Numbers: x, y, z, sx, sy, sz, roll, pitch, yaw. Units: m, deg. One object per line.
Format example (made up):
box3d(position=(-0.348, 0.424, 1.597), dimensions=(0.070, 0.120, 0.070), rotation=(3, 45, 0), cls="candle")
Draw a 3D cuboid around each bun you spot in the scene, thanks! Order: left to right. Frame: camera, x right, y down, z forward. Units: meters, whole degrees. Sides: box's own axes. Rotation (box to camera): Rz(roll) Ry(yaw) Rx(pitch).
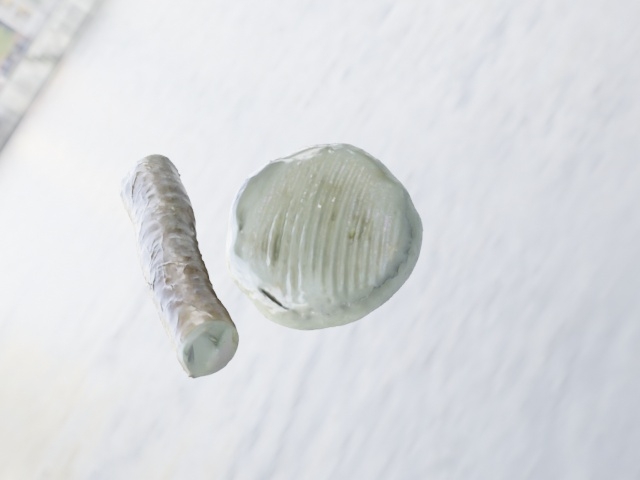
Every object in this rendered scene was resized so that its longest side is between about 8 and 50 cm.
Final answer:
box3d(position=(0.000, 0.000, 2.041), dimensions=(0.239, 0.239, 0.141), rotation=(-61, -16, -17), cls="bun")

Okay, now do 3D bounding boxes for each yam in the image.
box3d(position=(-0.156, 0.020, 1.840), dimensions=(0.081, 0.081, 0.356), rotation=(-53, 33, 19), cls="yam")
